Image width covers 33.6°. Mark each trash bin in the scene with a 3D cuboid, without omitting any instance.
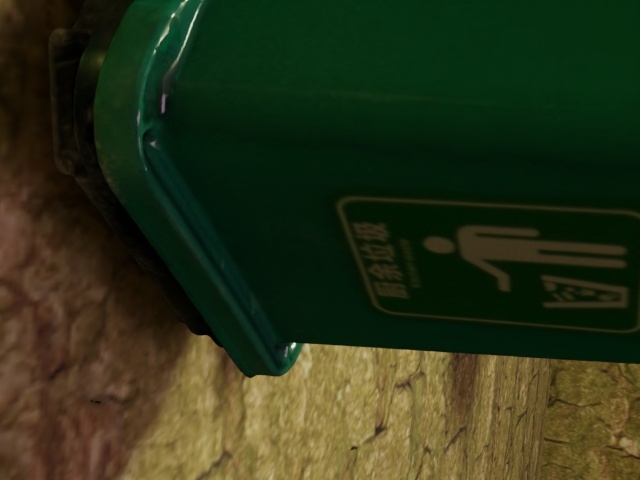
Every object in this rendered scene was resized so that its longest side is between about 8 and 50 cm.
[{"bbox_3d":[0.106,-0.084,0.507,0.259,0.380,0.295,68,34,-57],"label":"trash bin"}]
